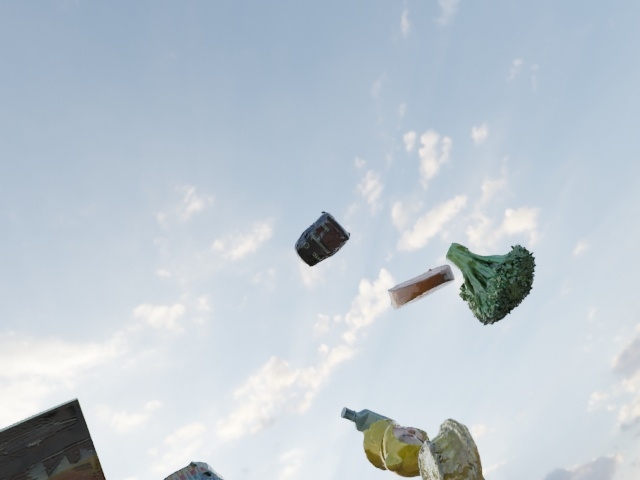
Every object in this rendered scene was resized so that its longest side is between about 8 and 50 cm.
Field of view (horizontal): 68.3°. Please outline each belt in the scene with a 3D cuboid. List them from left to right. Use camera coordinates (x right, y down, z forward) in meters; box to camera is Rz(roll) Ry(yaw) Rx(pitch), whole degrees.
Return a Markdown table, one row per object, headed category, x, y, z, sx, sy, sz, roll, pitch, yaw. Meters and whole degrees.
| category | x | y | z | sx | sy | sz | roll | pitch | yaw |
| --- | --- | --- | --- | --- | --- | --- | --- | --- | --- |
| belt | -0.409 | 0.817 | 1.464 | 0.257 | 0.150 | 0.207 | -19 | -62 | -32 |

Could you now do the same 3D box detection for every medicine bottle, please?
| category | x | y | z | sx | sy | sz | roll | pitch | yaw |
| --- | --- | --- | --- | --- | --- | --- | --- | --- | --- |
| medicine bottle | 0.174 | 0.660 | 1.713 | 0.208 | 0.054 | 0.090 | 25 | -76 | -10 |

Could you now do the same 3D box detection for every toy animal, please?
| category | x | y | z | sx | sy | sz | roll | pitch | yaw |
| --- | --- | --- | --- | --- | --- | --- | --- | --- | --- |
| toy animal | 0.197 | 0.553 | 1.254 | 0.156 | 0.230 | 0.156 | 2 | -96 | -19 |

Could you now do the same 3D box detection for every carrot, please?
| category | x | y | z | sx | sy | sz | roll | pitch | yaw |
| --- | --- | --- | --- | --- | --- | --- | --- | --- | --- |
| carrot | 0.403 | 0.181 | 1.888 | 0.258 | 0.100 | 0.307 | -22 | -11 | -30 |

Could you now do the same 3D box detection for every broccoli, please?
| category | x | y | z | sx | sy | sz | roll | pitch | yaw |
| --- | --- | --- | --- | --- | --- | --- | --- | --- | --- |
| broccoli | 0.360 | 0.071 | 1.024 | 0.194 | 0.194 | 0.219 | -54 | -24 | 16 |

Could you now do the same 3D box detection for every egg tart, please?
| category | x | y | z | sx | sy | sz | roll | pitch | yaw |
| --- | --- | --- | --- | --- | --- | --- | --- | --- | --- |
| egg tart | 0.227 | 0.416 | 0.830 | 0.074 | 0.191 | 0.191 | 0 | -54 | -9 |

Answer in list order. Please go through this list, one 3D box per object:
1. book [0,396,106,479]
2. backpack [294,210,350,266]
| category | x | y | z | sx | sy | sz | roll | pitch | yaw |
| --- | --- | --- | --- | --- | --- | --- | --- | --- | --- |
| book | -0.844 | 0.720 | 1.481 | 0.262 | 0.028 | 0.374 | -20 | -81 | -32 |
| backpack | 0.001 | 0.004 | 1.422 | 0.120 | 0.106 | 0.165 | 43 | -91 | -4 |
